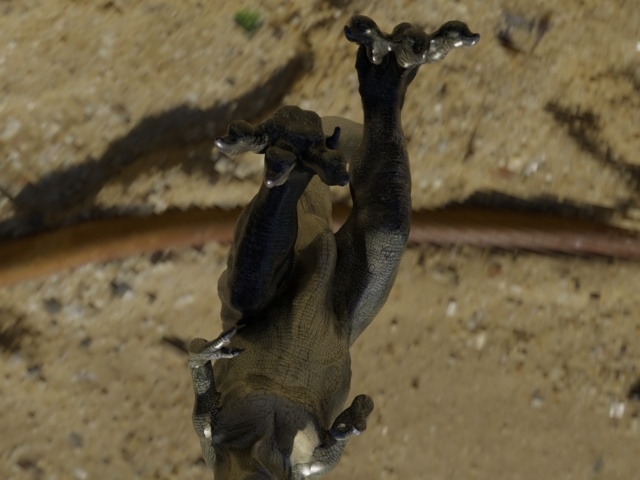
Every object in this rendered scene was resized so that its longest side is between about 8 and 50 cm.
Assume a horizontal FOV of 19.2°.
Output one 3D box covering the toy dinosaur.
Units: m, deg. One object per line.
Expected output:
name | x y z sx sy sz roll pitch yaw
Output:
toy dinosaur | 0.000 0.000 0.550 0.064 0.268 0.118 13 128 0
